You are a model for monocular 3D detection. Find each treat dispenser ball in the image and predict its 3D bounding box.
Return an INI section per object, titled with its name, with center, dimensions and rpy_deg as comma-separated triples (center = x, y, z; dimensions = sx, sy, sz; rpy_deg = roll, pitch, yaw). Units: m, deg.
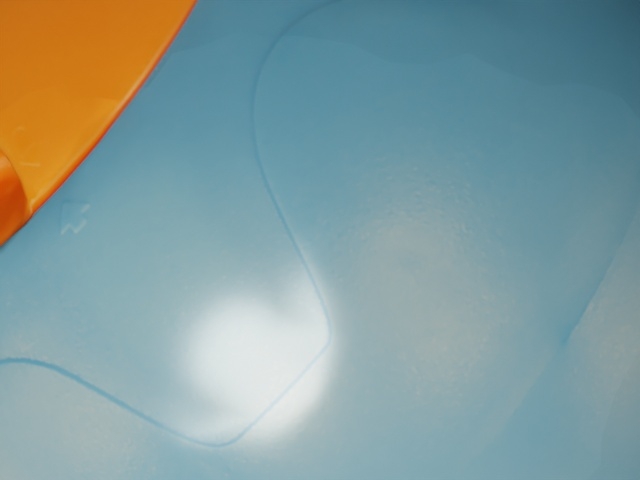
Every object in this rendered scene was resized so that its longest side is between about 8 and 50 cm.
[treat dispenser ball]
center = 0.000, 0.000, 0.583
dimensions = 0.288, 0.288, 0.288
rpy_deg = 2, 93, 40
